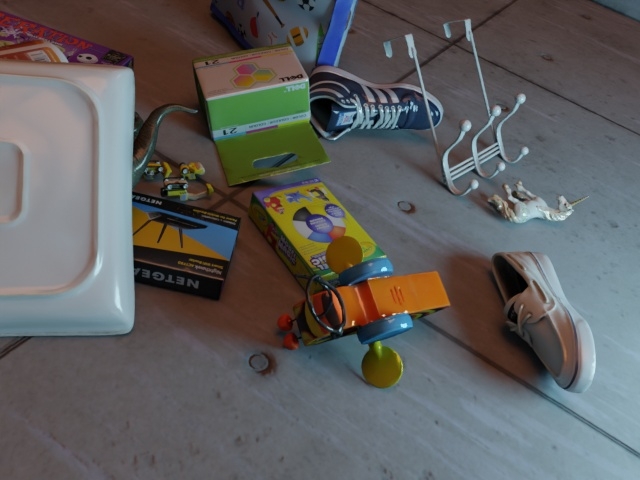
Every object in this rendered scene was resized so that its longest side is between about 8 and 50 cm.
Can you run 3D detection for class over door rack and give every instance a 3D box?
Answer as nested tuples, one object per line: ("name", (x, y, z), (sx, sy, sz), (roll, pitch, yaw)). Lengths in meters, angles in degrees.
("over door rack", (0.283, -0.275, 1.177), (0.239, 0.108, 0.324), (-29, 96, -41))

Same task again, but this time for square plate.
("square plate", (-0.393, -0.060, 0.705), (0.344, 0.049, 0.347), (0, 80, -19))

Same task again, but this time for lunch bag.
("lunch bag", (-0.045, -0.555, 1.307), (0.239, 0.328, 0.385), (-10, 47, -31))

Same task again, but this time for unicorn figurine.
("unicorn figurine", (0.396, -0.067, 1.145), (0.162, 0.060, 0.111), (-26, 56, -19))

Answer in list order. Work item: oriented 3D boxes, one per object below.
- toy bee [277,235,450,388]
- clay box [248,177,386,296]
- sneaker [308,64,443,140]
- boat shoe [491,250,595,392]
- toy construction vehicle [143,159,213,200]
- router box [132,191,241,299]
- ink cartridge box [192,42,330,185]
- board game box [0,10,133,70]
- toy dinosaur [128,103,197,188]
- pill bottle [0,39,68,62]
("toy bee", (0.029, 0.082, 0.785), (0.298, 0.162, 0.195), (27, 48, -40))
("clay box", (0.000, 0.000, 0.922), (0.127, 0.053, 0.222), (-17, 51, -33))
("sneaker", (0.098, -0.251, 1.197), (0.282, 0.099, 0.153), (16, 40, 2))
("boat shoe", (0.314, 0.106, 0.892), (0.088, 0.096, 0.267), (7, 41, -7))
("toy construction vehicle", (-0.227, -0.094, 0.962), (0.098, 0.035, 0.086), (-6, 36, -29))
("router box", (-0.210, 0.003, 0.846), (0.179, 0.046, 0.133), (13, 41, -6))
("ink cartridge box", (-0.105, -0.229, 1.069), (0.188, 0.097, 0.255), (-14, 48, -12))
("board game box", (-0.541, -0.327, 1.088), (0.346, 0.056, 0.208), (19, 37, 0))
("toy dinosaur", (-0.309, -0.093, 0.837), (0.313, 0.121, 0.160), (-13, 46, -2))
("pill bottle", (-0.452, -0.192, 0.819), (0.121, 0.121, 0.216), (39, 45, 22))
